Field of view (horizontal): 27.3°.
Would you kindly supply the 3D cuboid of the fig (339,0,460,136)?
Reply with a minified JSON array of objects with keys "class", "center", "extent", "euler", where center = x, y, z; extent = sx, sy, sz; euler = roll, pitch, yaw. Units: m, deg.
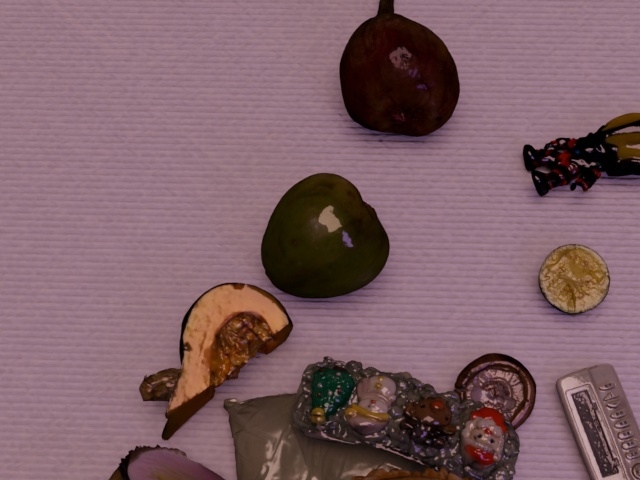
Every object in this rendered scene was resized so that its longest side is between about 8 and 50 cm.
[{"class":"fig","center":[0.105,-0.280,2.058],"extent":[0.191,0.190,0.290],"euler":[-21,35,-5]}]

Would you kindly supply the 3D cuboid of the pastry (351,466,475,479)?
[{"class":"pastry","center":[0.113,0.470,1.688],"extent":[0.410,0.245,0.409],"euler":[-3,115,-6]}]

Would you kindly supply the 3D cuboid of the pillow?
[{"class":"pillow","center":[0.017,0.333,1.860],"extent":[0.281,0.076,0.274],"euler":[-9,69,-2]}]

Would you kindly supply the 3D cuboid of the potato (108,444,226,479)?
[{"class":"potato","center":[-0.239,0.443,1.779],"extent":[0.229,0.229,0.266],"euler":[33,100,12]}]

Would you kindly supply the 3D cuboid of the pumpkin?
[{"class":"pumpkin","center":[-0.167,0.160,1.902],"extent":[0.248,0.131,0.126],"euler":[-40,83,-16]}]

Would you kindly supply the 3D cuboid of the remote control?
[{"class":"remote control","center":[0.412,0.292,1.876],"extent":[0.090,0.049,0.230],"euler":[-16,72,-3]}]

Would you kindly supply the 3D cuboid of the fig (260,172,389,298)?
[{"class":"fig","center":[0.000,0.000,1.926],"extent":[0.191,0.181,0.181],"euler":[-40,73,13]}]

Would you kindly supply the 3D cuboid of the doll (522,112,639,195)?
[{"class":"doll","center":[0.437,-0.134,2.006],"extent":[0.249,0.088,0.127],"euler":[-10,71,2]}]

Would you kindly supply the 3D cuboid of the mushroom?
[{"class":"mushroom","center":[0.251,0.223,1.904],"extent":[0.123,0.052,0.123],"euler":[-1,77,6]}]

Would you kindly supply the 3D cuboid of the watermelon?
[{"class":"watermelon","center":[0.373,0.060,1.952],"extent":[0.106,0.062,0.105],"euler":[0,78,2]}]

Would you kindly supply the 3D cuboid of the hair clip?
[{"class":"hair clip","center":[0.124,0.244,1.822],"extent":[0.321,0.091,0.138],"euler":[17,59,3]}]
